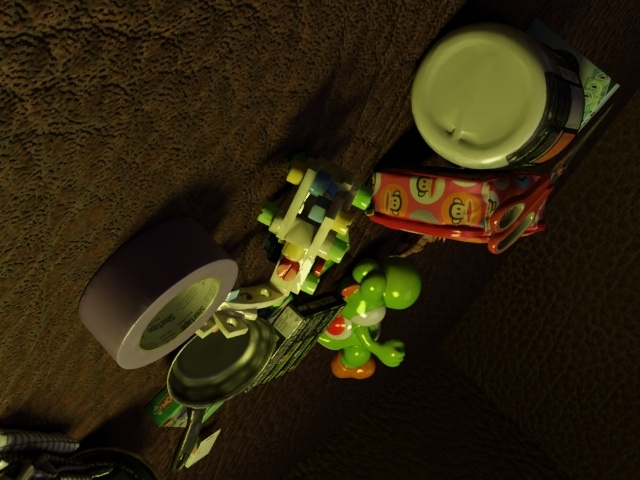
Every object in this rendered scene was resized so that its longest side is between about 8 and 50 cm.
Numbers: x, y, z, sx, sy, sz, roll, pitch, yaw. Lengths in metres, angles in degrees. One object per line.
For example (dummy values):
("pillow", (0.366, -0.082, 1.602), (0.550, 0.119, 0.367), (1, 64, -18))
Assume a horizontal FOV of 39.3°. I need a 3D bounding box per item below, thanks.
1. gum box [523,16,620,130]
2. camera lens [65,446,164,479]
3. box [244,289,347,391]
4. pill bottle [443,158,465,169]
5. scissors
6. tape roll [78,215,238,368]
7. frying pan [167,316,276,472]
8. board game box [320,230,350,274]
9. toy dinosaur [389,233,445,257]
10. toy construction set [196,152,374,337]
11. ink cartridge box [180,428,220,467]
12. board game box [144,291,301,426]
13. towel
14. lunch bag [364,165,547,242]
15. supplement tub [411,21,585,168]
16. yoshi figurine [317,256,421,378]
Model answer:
("gum box", (0.391, -0.265, 1.548), (0.157, 0.184, 0.041), (-50, 163, 18))
("camera lens", (-0.353, 0.475, 1.472), (0.219, 0.219, 0.274), (-37, 162, -25))
("box", (-0.054, 0.181, 1.644), (0.190, 0.045, 0.184), (-53, 165, 21))
("pill bottle", (0.259, -0.174, 1.664), (0.065, 0.065, 0.116), (-41, 164, -14))
("scissors", (0.368, -0.097, 1.427), (0.297, 0.021, 0.109), (-43, 144, -11))
("tape roll", (-0.197, 0.065, 1.104), (0.189, 0.080, 0.189), (-41, 164, -14))
("frying pan", (-0.170, 0.241, 1.503), (0.197, 0.053, 0.326), (-18, 136, -27))
("board game box", (0.000, 0.000, 1.492), (0.092, 0.043, 0.181), (-42, 163, -10))
("toy dinosaur", (0.238, -0.019, 1.996), (0.211, 0.064, 0.112), (-53, 161, 25))
("toy construction set", (-0.046, 0.015, 1.224), (0.327, 0.151, 0.215), (-46, -170, 32))
("ink cartridge box", (-0.263, 0.447, 1.969), (0.063, 0.029, 0.115), (-29, 156, -42))
("board game box", (-0.157, 0.214, 1.627), (0.317, 0.046, 0.213), (-45, 165, -2))
("towel", (-0.448, 0.388, 1.206), (0.284, 0.121, 0.235), (-44, 165, -6))
("lunch bag", (0.224, -0.075, 1.541), (0.293, 0.258, 0.120), (-4, 103, -47))
("supplement tub", (0.288, -0.213, 1.384), (0.207, 0.207, 0.338), (-51, 163, 20))
("yoshi figurine", (0.120, 0.153, 1.941), (0.203, 0.204, 0.362), (-54, 168, -33))
